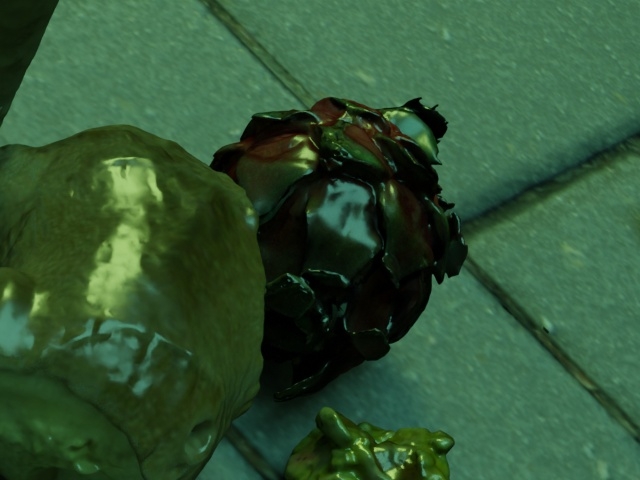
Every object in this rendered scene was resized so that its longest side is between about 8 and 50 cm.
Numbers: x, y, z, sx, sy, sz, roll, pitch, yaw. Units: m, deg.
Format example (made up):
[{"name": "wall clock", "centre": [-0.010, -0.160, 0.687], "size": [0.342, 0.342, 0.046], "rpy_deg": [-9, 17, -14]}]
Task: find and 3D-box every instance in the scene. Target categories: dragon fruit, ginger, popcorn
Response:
[{"name": "dragon fruit", "centre": [0.002, -0.004, 1.254], "size": [0.182, 0.182, 0.188], "rpy_deg": [41, 24, 6]}, {"name": "ginger", "centre": [-0.137, 0.036, 1.116], "size": [0.221, 0.130, 0.275], "rpy_deg": [-3, 44, -32]}, {"name": "popcorn", "centre": [0.031, 0.150, 1.168], "size": [0.097, 0.089, 0.109], "rpy_deg": [-23, 68, -40]}]

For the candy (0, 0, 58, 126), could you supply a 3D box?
[{"name": "candy", "centre": [-0.307, -0.143, 1.132], "size": [0.321, 0.179, 0.135], "rpy_deg": [-5, 50, -46]}]
